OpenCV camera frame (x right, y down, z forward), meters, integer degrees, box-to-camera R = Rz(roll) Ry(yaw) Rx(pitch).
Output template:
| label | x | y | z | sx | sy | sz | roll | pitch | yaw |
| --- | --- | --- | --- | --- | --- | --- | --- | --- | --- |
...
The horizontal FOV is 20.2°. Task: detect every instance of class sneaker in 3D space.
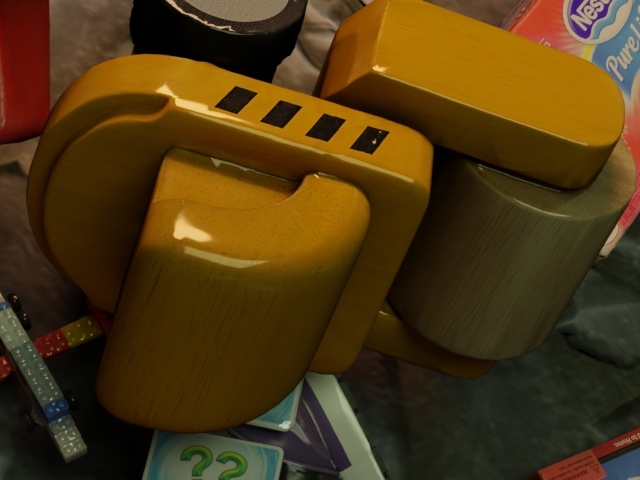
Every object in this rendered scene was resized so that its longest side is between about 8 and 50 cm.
| label | x | y | z | sx | sy | sz | roll | pitch | yaw |
| --- | --- | --- | --- | --- | --- | --- | --- | --- | --- |
| sneaker | -0.001 | 0.208 | 1.067 | 0.124 | 0.107 | 0.283 | -24 | 73 | -24 |

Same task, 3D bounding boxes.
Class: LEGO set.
| label | x | y | z | sx | sy | sz | roll | pitch | yaw |
| --- | --- | --- | --- | --- | --- | --- | --- | --- | --- |
| LEGO set | -0.142 | 0.109 | 1.012 | 0.244 | 0.060 | 0.182 | 12 | 56 | 4 |

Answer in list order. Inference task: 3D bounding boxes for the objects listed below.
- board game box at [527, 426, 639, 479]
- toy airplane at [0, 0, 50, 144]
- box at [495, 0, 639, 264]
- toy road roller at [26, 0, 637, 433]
| label | x | y | z | sx | sy | sz | roll | pitch | yaw |
| --- | --- | --- | --- | --- | --- | --- | --- | --- | --- |
| board game box | 0.286 | 0.181 | 1.245 | 0.281 | 0.027 | 0.145 | -18 | 69 | -32 |
| toy airplane | -0.285 | -0.270 | 0.990 | 0.386 | 0.272 | 0.384 | 46 | 29 | -44 |
| box | 0.178 | -0.102 | 1.255 | 0.142 | 0.154 | 0.300 | 43 | 57 | -3 |
| toy road roller | 0.000 | 0.000 | 1.003 | 0.329 | 0.202 | 0.240 | 17 | 43 | -7 |
